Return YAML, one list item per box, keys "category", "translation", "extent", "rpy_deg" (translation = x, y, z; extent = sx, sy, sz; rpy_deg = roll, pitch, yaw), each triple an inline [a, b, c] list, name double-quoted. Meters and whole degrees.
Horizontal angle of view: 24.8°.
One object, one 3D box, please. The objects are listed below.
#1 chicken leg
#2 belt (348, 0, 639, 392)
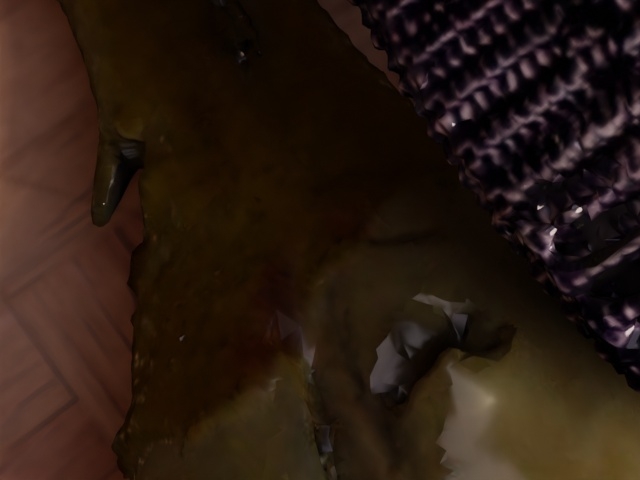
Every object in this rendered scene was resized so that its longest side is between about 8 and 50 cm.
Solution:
- category: "chicken leg"
  translation: [0.000, 0.000, 0.469]
  extent: [0.201, 0.152, 0.429]
  rpy_deg: [-21, 85, -33]
- category: "belt"
  translation: [0.096, -0.083, 0.446]
  extent: [0.260, 0.122, 0.325]
  rpy_deg: [21, 39, -50]
